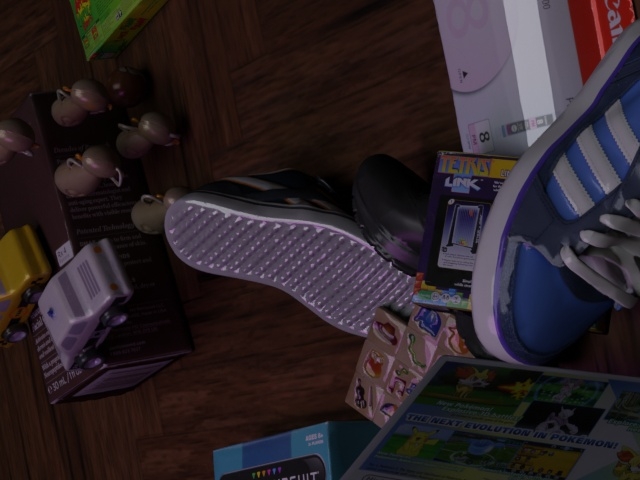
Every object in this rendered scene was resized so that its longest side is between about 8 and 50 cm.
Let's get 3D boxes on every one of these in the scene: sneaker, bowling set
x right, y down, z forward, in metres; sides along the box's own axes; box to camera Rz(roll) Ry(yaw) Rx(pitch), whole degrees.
[{"bbox_3d":[0.266,-0.027,1.118,0.323,0.130,0.236,-58,33,-5],"label":"sneaker"},{"bbox_3d":[0.000,0.000,1.608,0.321,0.127,0.126,21,123,24],"label":"sneaker"},{"bbox_3d":[0.145,-0.001,1.424,0.286,0.109,0.130,45,125,28],"label":"sneaker"},{"bbox_3d":[-0.266,-0.145,1.883,0.154,0.287,0.200,-18,54,62],"label":"bowling set"}]

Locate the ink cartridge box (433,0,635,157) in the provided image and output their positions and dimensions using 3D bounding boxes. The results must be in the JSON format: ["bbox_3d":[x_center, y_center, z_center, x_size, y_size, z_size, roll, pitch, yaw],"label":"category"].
[{"bbox_3d":[0.202,-0.169,1.335,0.232,0.066,0.189,-15,85,59],"label":"ink cartridge box"}]

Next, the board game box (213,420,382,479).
[{"bbox_3d":[-0.019,0.384,1.685,0.254,0.079,0.336,-24,67,54],"label":"board game box"}]

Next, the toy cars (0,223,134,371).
[{"bbox_3d":[-0.363,0.075,1.911,0.394,0.087,0.176,8,104,53],"label":"toy cars"}]

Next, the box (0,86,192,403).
[{"bbox_3d":[-0.315,0.007,2.022,0.191,0.143,0.381,-35,67,52],"label":"box"}]

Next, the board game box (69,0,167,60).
[{"bbox_3d":[-0.259,-0.313,1.954,0.181,0.043,0.092,-34,69,51],"label":"board game box"}]

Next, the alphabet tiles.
[{"bbox_3d":[0.128,0.172,1.488,0.237,0.009,0.198,34,120,30],"label":"alphabet tiles"}]

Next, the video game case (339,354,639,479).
[{"bbox_3d":[0.167,0.203,1.194,0.329,0.300,0.036,4,124,37],"label":"video game case"}]

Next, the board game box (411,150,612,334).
[{"bbox_3d":[0.175,0.000,1.319,0.170,0.048,0.141,8,81,26],"label":"board game box"}]
